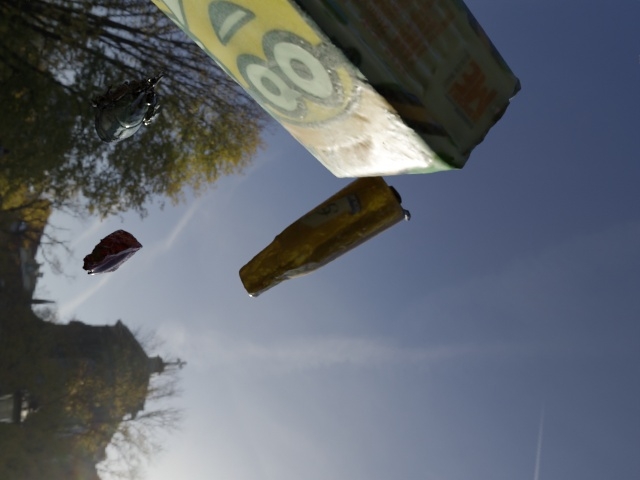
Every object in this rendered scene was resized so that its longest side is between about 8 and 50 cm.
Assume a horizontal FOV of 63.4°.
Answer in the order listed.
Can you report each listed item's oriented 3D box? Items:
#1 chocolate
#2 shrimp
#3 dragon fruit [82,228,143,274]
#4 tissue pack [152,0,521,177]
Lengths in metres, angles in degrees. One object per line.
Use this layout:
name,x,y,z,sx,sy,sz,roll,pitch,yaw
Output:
chocolate,0.000,0.000,1.291,0.446,0.162,0.162,-33,-130,-1
shrimp,-0.283,-0.205,0.778,0.233,0.090,0.079,-14,-107,47
dragon fruit,-0.432,0.030,1.082,0.063,0.131,0.097,12,-85,11
tissue pack,-0.007,-0.195,0.465,0.128,0.311,0.228,-52,-159,-12
